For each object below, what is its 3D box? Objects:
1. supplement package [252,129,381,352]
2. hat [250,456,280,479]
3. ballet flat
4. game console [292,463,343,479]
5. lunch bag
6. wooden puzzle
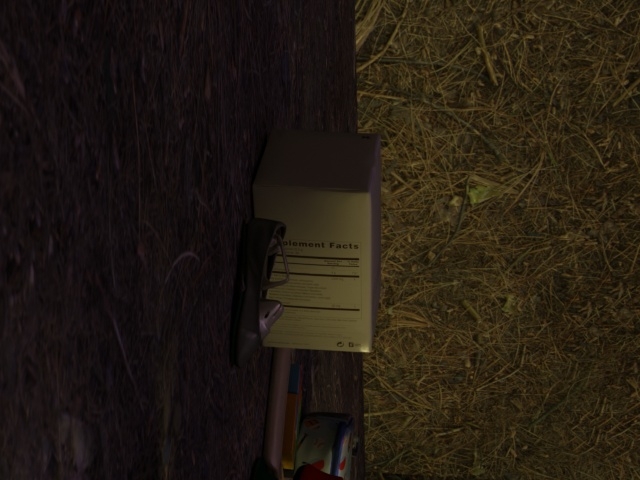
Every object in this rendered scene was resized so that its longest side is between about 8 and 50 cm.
[{"bbox_3d":[0.000,0.000,1.893,0.177,0.175,0.293,-76,167,-56],"label":"supplement package"},{"bbox_3d":[-0.011,0.441,1.916,0.173,0.183,0.209,-73,165,-68],"label":"hat"},{"bbox_3d":[-0.079,0.070,1.689,0.072,0.068,0.213,75,18,-70],"label":"ballet flat"},{"bbox_3d":[-0.049,0.446,1.192,0.387,0.060,0.342,-71,173,-45],"label":"game console"},{"bbox_3d":[0.005,0.463,2.444,0.303,0.114,0.243,39,55,-81],"label":"lunch bag"},{"bbox_3d":[-0.055,0.310,2.118,0.239,0.044,0.221,79,15,-64],"label":"wooden puzzle"}]
